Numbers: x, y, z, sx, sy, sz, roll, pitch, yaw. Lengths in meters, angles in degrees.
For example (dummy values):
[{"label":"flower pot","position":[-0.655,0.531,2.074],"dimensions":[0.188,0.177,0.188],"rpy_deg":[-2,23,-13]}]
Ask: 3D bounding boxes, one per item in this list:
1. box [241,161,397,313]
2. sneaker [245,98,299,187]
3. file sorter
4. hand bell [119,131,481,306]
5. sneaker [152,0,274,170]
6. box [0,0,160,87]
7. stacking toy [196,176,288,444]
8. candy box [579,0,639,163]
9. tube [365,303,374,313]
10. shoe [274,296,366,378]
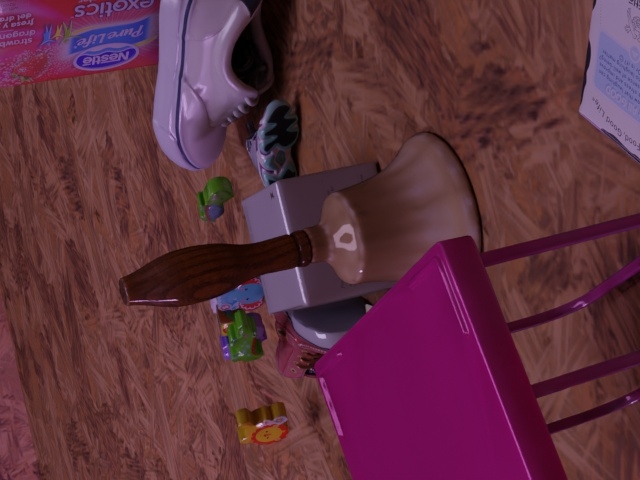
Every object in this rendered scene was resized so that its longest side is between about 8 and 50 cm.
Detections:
[{"label":"box","position":[0.000,0.000,1.227],"dimensions":[0.102,0.087,0.101],"rpy_deg":[159,98,-69]},{"label":"sneaker","position":[-0.049,-0.093,1.366],"dimensions":[0.069,0.038,0.098],"rpy_deg":[-127,32,-46]},{"label":"file sorter","position":[0.152,0.149,0.794],"dimensions":[0.202,0.182,0.290],"rpy_deg":[129,125,-63]},{"label":"hand bell","position":[-0.024,0.008,1.076],"dimensions":[0.126,0.242,0.126],"rpy_deg":[167,90,-70]},{"label":"sneaker","position":[-0.092,-0.140,1.369],"dimensions":[0.091,0.094,0.258],"rpy_deg":[23,149,11]},{"label":"box","position":[-0.208,-0.234,1.386],"dimensions":[0.122,0.257,0.128],"rpy_deg":[109,142,-52]},{"label":"stacking toy","position":[-0.069,0.066,1.412],"dimensions":[0.221,0.052,0.167],"rpy_deg":[88,169,-55]},{"label":"candy box","position":[0.190,-0.130,0.558],"dimensions":[0.070,0.165,0.196],"rpy_deg":[-130,34,-49]},{"label":"tube","position":[0.065,0.173,1.215],"dimensions":[0.070,0.062,0.240],"rpy_deg":[-2,98,25]},{"label":"shoe","position":[0.000,0.084,1.320],"dimensions":[0.178,0.063,0.081],"rpy_deg":[-143,43,-67]}]
